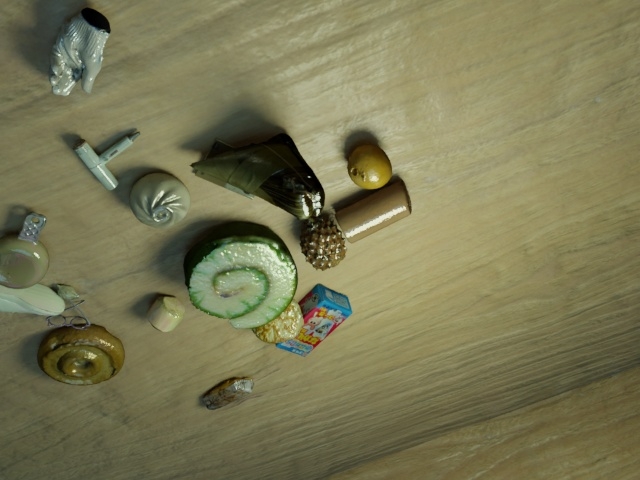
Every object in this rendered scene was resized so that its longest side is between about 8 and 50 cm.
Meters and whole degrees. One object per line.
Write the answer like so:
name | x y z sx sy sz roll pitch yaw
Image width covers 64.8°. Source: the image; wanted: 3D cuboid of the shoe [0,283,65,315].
shoe | -0.970 0.188 1.616 0.265 0.095 0.110 31 123 -28

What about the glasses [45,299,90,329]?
glasses | -0.848 0.246 1.713 0.140 0.062 0.103 15 124 -27

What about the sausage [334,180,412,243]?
sausage | 0.184 -0.095 1.659 0.253 0.123 0.123 -27 132 9

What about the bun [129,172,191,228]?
bun | -0.468 -0.107 1.471 0.173 0.119 0.172 -8 130 -10

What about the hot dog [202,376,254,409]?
hot dog | -0.407 0.669 2.205 0.253 0.069 0.131 -30 140 15

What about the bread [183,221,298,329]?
bread | -0.264 0.127 1.687 0.367 0.129 0.381 -9 119 -14

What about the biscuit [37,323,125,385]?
biscuit | -0.874 0.431 1.846 0.297 0.101 0.296 -6 131 -7

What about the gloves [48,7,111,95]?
gloves | -0.564 -0.430 1.177 0.119 0.097 0.229 35 113 -22

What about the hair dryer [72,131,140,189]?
hair dryer | -0.555 -0.235 1.390 0.183 0.044 0.154 -23 135 1

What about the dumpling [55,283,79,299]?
dumpling | -0.841 0.176 1.669 0.077 0.043 0.059 16 146 -31

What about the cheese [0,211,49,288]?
cheese | -0.886 0.026 1.501 0.163 0.082 0.286 18 121 -29

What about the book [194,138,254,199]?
book | -0.255 -0.209 1.509 0.199 0.016 0.138 22 121 -30

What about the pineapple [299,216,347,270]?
pineapple | 0.000 0.000 1.666 0.166 0.166 0.193 -25 120 6

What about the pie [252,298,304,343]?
pie | -0.164 0.292 1.883 0.206 0.084 0.178 -5 95 9

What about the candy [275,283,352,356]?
candy | -0.035 0.319 1.977 0.157 0.100 0.306 27 120 -34

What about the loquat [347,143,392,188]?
loquat | 0.148 -0.220 1.529 0.141 0.141 0.141 -8 132 -9

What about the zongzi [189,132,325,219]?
zongzi | -0.173 -0.154 1.371 0.318 0.289 0.154 -13 129 -16

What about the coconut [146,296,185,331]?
coconut | -0.549 0.263 1.776 0.116 0.116 0.122 33 110 -35
